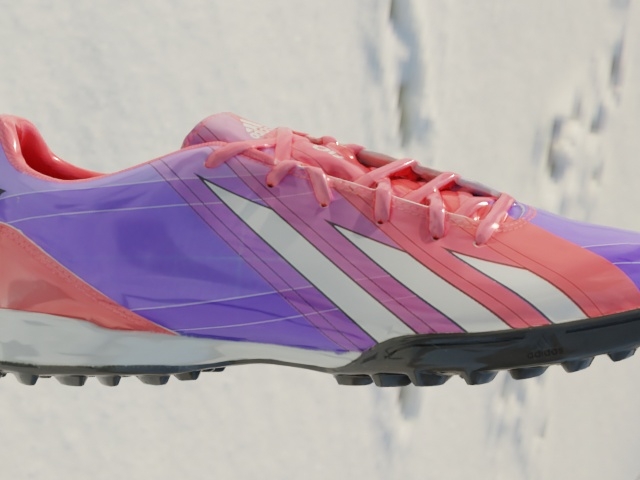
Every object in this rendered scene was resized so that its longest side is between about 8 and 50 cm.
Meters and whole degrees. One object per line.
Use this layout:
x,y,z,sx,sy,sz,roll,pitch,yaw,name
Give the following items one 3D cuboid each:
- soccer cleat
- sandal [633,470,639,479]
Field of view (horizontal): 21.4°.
0.000,0.000,0.708,0.108,0.318,0.116,-6,95,-77,soccer cleat
0.123,0.151,0.574,0.102,0.076,0.265,-59,160,-16,sandal
